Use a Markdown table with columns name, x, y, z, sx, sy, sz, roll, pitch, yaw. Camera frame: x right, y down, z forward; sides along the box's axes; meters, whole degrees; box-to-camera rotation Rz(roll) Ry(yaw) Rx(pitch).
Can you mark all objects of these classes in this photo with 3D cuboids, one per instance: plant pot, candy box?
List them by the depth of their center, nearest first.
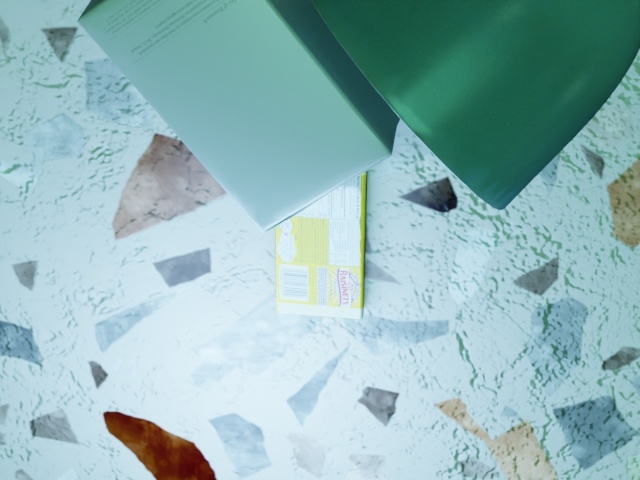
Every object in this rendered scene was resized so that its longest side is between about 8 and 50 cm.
| name | x | y | z | sx | sy | sz | roll | pitch | yaw |
| --- | --- | --- | --- | --- | --- | --- | --- | --- | --- |
| plant pot | 0.168 | -0.215 | 1.405 | 0.235 | 0.293 | 0.293 | -41 | 109 | 14 |
| candy box | 0.000 | 0.000 | 1.712 | 0.105 | 0.027 | 0.206 | 3 | 123 | 4 |

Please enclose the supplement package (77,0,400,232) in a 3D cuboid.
| name | x | y | z | sx | sy | sz | roll | pitch | yaw |
| --- | --- | --- | --- | --- | --- | --- | --- | --- | --- |
| supplement package | -0.071 | -0.191 | 1.511 | 0.175 | 0.177 | 0.293 | -31 | 112 | 25 |
